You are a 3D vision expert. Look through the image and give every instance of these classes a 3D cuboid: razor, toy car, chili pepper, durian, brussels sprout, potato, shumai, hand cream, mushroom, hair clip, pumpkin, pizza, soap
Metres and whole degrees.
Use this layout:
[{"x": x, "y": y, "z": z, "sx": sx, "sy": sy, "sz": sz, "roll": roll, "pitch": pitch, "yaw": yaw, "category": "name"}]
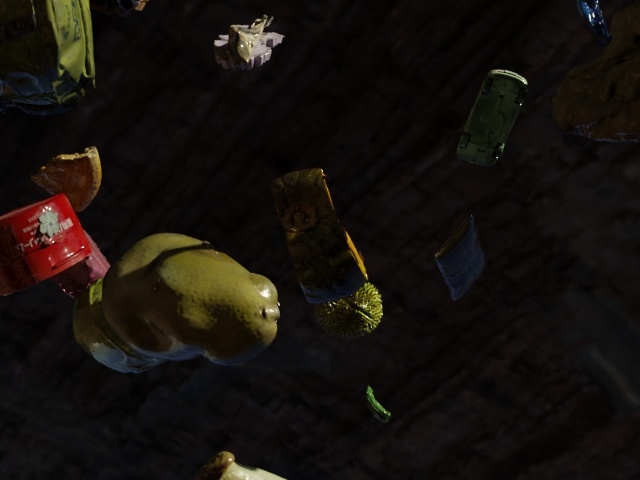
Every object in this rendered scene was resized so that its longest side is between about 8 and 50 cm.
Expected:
[{"x": 0.459, "y": -0.464, "z": 1.710, "sx": 0.056, "sy": 0.324, "sz": 0.093, "roll": -13, "pitch": -121, "yaw": 10, "category": "razor"}, {"x": 0.355, "y": -0.259, "z": 2.077, "sx": 0.076, "sy": 0.090, "sz": 0.224, "roll": -75, "pitch": -178, "yaw": -53, "category": "toy car"}, {"x": 0.125, "y": 0.388, "z": 2.396, "sx": 0.035, "sy": 0.055, "sz": 0.118, "roll": -41, "pitch": -139, "yaw": 3, "category": "chili pepper"}, {"x": 0.065, "y": 0.183, "z": 2.563, "sx": 0.198, "sy": 0.146, "sz": 0.159, "roll": -8, "pitch": -135, "yaw": 27, "category": "durian"}, {"x": -0.398, "y": 0.175, "z": 2.031, "sx": 0.223, "sy": 0.223, "sz": 0.161, "roll": -50, "pitch": -172, "yaw": 25, "category": "brussels sprout"}, {"x": -0.217, "y": 0.108, "z": 1.706, "sx": 0.351, "sy": 0.202, "sz": 0.218, "roll": 7, "pitch": -151, "yaw": 28, "category": "potato"}, {"x": 0.613, "y": -0.337, "z": 1.919, "sx": 0.346, "sy": 0.283, "sz": 0.217, "roll": 11, "pitch": -161, "yaw": 41, "category": "shumai"}, {"x": -0.604, "y": 0.004, "z": 2.085, "sx": 0.230, "sy": 0.149, "sz": 0.230, "roll": -24, "pitch": -170, "yaw": 4, "category": "hand cream"}, {"x": -0.111, "y": 0.489, "z": 1.914, "sx": 0.100, "sy": 0.312, "sz": 0.081, "roll": -43, "pitch": -141, "yaw": 16, "category": "mushroom"}, {"x": -0.130, "y": -0.363, "z": 1.799, "sx": 0.292, "sy": 0.106, "sz": 0.084, "roll": -69, "pitch": 158, "yaw": -68, "category": "hair clip"}, {"x": 0.001, "y": 0.000, "z": 2.182, "sx": 0.139, "sy": 0.190, "sz": 0.280, "roll": -21, "pitch": -124, "yaw": 9, "category": "pumpkin"}, {"x": -0.587, "y": -0.144, "z": 2.315, "sx": 0.182, "sy": 0.161, "sz": 0.062, "roll": 97, "pitch": -9, "yaw": -45, "category": "pizza"}, {"x": -0.555, "y": 0.068, "z": 2.337, "sx": 0.112, "sy": 0.289, "sz": 0.182, "roll": -44, "pitch": 152, "yaw": 1, "category": "soap"}]

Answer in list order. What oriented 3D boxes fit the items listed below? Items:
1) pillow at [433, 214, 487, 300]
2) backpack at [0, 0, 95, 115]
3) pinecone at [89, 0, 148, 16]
[{"x": 0.274, "y": 0.036, "z": 1.929, "sx": 0.113, "sy": 0.038, "sz": 0.203, "roll": -49, "pitch": 150, "yaw": -9, "category": "pillow"}, {"x": -0.323, "y": -0.242, "z": 1.099, "sx": 0.253, "sy": 0.140, "sz": 0.207, "roll": -159, "pitch": -118, "yaw": -80, "category": "backpack"}, {"x": -0.419, "y": -0.615, "z": 2.083, "sx": 0.292, "sy": 0.246, "sz": 0.246, "roll": -27, "pitch": -150, "yaw": 51, "category": "pinecone"}]
